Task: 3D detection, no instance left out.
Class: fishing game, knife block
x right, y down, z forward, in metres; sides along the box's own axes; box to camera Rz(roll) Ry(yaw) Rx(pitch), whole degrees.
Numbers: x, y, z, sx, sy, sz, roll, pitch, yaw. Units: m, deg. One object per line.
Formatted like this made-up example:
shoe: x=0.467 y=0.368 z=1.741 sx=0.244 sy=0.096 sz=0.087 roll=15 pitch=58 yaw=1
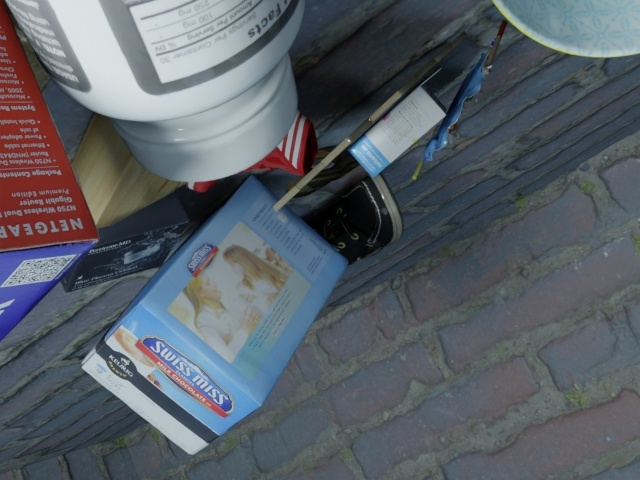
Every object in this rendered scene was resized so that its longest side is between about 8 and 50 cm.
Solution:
fishing game: x=0.218 y=-0.201 z=1.274 sx=0.189 sy=0.041 sz=0.264 roll=-63 pitch=-178 yaw=-41
knife block: x=-0.200 y=-0.129 z=0.914 sx=0.276 sy=0.088 sz=0.242 roll=-28 pitch=166 yaw=8

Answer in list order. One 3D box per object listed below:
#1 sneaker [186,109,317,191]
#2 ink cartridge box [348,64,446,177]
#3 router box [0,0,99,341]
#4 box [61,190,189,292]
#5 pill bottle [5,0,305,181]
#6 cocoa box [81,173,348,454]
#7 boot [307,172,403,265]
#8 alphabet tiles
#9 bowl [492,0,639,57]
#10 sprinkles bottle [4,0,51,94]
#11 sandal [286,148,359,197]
sneaker: x=-0.087 y=-0.103 z=1.090 sx=0.221 sy=0.128 sz=0.087 roll=-42 pitch=-165 yaw=51
ink cartridge box: x=0.133 y=-0.182 z=1.256 sx=0.181 sy=0.061 sz=0.104 roll=-41 pitch=-175 yaw=16
router box: x=-0.313 y=-0.047 z=0.561 sx=0.082 sy=0.301 sz=0.335 roll=-9 pitch=159 yaw=-49
box: x=-0.291 y=-0.013 z=1.170 sx=0.156 sy=0.093 sz=0.158 roll=-17 pitch=163 yaw=-33
pill bottle: x=-0.106 y=-0.183 z=0.476 sx=0.176 sy=0.176 sz=0.318 roll=-25 pitch=143 yaw=-7
cocoa box: x=-0.156 y=0.110 z=1.304 sx=0.228 sy=0.231 sz=0.347 roll=-40 pitch=-169 yaw=42
boot: x=0.000 y=0.000 z=1.680 sx=0.284 sy=0.138 sz=0.377 roll=-23 pitch=171 yaw=-13
alphabet tiles: x=0.067 y=-0.163 z=1.147 sx=0.285 sy=0.011 sz=0.342 roll=-39 pitch=-175 yaw=43
bowl: x=0.274 y=-0.339 z=0.786 sx=0.289 sy=0.289 sz=0.156 roll=-31 pitch=-151 yaw=20
sprinkles bottle: x=-0.323 y=-0.107 z=0.700 sx=0.355 sy=0.121 sz=0.121 roll=-37 pitch=163 yaw=37
sandal: x=0.007 y=-0.126 z=1.385 sx=0.090 sy=0.060 sz=0.219 roll=-30 pitch=-179 yaw=41
